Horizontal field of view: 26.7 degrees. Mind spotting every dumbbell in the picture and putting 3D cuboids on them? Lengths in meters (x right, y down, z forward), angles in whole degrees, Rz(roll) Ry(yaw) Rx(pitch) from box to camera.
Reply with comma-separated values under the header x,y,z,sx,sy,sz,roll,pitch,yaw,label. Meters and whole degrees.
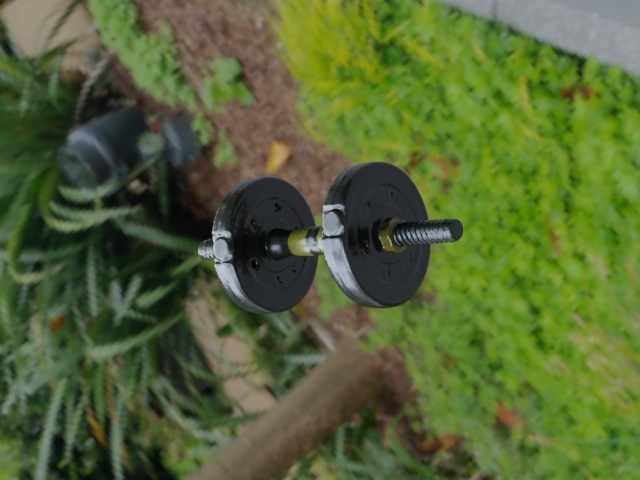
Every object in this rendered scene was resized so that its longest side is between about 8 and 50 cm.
x,y,z,sx,sy,sz,roll,pitch,yaw,label
0.000,0.000,1.345,0.325,0.143,0.143,-5,127,39,dumbbell

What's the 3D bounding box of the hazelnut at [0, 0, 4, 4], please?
x,y,z,sx,sy,sz,roll,pitch,yaw,label
-0.482,-0.395,1.800,0.212,0.181,0.181,6,136,22,hazelnut
